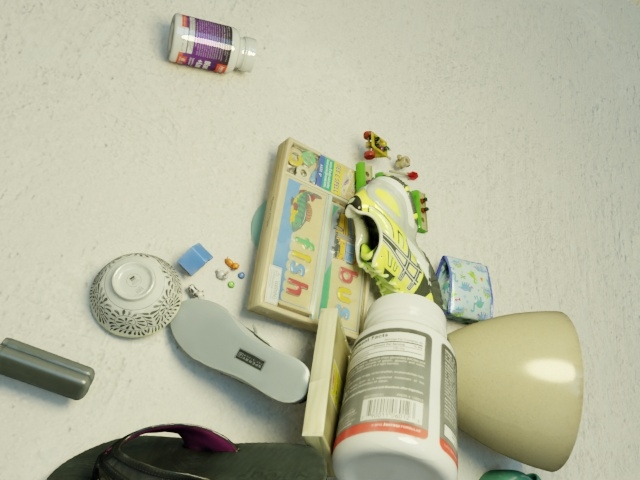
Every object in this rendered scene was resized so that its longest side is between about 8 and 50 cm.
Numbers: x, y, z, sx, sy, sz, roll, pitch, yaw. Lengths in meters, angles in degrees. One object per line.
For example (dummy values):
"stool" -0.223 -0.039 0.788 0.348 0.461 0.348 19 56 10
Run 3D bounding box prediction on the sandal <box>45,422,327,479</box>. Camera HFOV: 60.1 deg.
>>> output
"sandal" -0.212 0.351 0.879 0.445 0.167 0.107 -2 113 1

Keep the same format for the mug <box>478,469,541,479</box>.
"mug" 0.419 0.553 1.197 0.129 0.097 0.158 37 59 -7

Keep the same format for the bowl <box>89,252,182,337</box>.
"bowl" -0.342 0.087 1.022 0.170 0.080 0.170 5 64 -10

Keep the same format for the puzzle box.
"puzzle box" 0.000 0.000 1.227 0.272 0.052 0.409 23 60 -29

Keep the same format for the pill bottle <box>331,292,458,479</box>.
"pill bottle" 0.150 0.282 1.038 0.210 0.210 0.363 31 38 -11

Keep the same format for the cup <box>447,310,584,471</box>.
"cup" 0.379 0.300 1.187 0.237 0.331 0.331 8 63 4

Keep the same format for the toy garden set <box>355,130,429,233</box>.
"toy garden set" 0.190 -0.150 1.368 0.244 0.049 0.204 20 60 -38

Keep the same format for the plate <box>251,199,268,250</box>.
"plate" -0.064 -0.019 1.250 0.188 0.024 0.188 9 66 -21

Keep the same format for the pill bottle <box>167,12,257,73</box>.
"pill bottle" -0.251 -0.453 1.293 0.193 0.108 0.108 6 67 -23

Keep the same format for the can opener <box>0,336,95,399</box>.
"can opener" -0.524 0.207 0.920 0.280 0.074 0.093 21 96 -15

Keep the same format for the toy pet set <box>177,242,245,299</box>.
"toy pet set" -0.222 0.059 1.118 0.114 0.065 0.122 47 57 -1

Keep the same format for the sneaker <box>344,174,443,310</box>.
"sneaker" 0.151 0.057 1.222 0.147 0.145 0.385 -25 99 -32

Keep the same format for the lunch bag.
"lunch bag" 0.345 0.120 1.346 0.129 0.096 0.151 14 74 -20

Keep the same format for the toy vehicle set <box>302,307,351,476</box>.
"toy vehicle set" 0.018 0.282 1.046 0.035 0.166 0.267 -4 43 13

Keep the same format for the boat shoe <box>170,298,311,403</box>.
"boat shoe" -0.148 0.216 1.064 0.306 0.105 0.113 23 70 12
